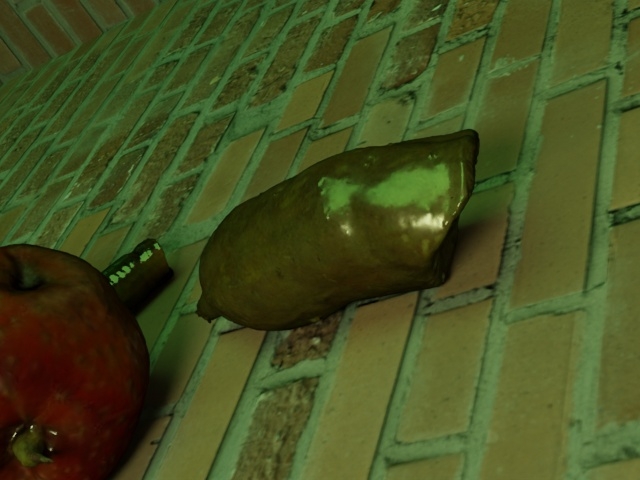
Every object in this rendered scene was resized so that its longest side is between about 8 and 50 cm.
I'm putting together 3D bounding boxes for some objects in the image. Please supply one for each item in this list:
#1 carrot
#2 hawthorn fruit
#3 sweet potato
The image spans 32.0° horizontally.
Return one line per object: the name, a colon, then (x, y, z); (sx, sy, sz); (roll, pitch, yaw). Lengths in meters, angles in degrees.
carrot: (-0.284, 0.095, 1.320); (0.260, 0.070, 0.070); (-41, 27, -14)
hawthorn fruit: (-0.294, 0.136, 1.081); (0.258, 0.258, 0.261); (-21, 50, 27)
sweet potato: (0.000, 0.000, 1.050); (0.370, 0.158, 0.158); (-18, 32, 30)
